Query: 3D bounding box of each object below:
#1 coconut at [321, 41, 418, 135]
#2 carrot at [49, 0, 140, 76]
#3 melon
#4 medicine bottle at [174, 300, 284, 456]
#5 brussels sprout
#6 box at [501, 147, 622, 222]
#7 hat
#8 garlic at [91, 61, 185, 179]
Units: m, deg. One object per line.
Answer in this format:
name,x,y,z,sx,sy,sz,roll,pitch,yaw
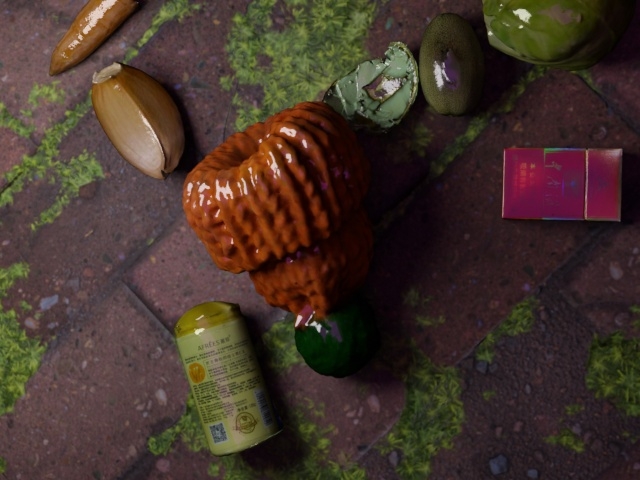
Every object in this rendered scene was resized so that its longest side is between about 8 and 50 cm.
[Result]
coconut,0.085,-0.228,1.459,0.158,0.055,0.133,-19,88,12
carrot,-0.389,-0.350,1.553,0.205,0.072,0.072,-43,82,15
melon,0.200,-0.268,1.416,0.099,0.099,0.162,-5,86,11
medicine bottle,-0.151,0.213,1.475,0.124,0.124,0.238,-20,85,10
brussels sprout,0.345,-0.353,1.354,0.223,0.161,0.223,-1,84,11
box,0.363,-0.084,1.407,0.175,0.048,0.112,1,90,11
hat,0.000,0.000,1.393,0.285,0.285,0.400,-35,102,9
garlic,-0.281,-0.187,1.506,0.115,0.128,0.206,-31,86,-34
